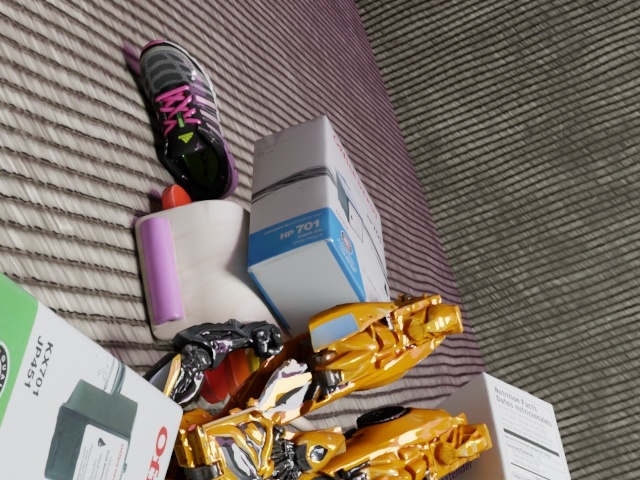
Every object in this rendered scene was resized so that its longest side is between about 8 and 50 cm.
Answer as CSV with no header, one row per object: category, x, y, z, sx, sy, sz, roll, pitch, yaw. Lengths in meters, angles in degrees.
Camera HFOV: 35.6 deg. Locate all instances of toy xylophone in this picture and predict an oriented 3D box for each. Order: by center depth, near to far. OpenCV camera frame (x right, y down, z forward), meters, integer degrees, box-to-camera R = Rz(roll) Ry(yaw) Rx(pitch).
toy xylophone,-0.050,0.090,0.920,0.322,0.081,0.236,49,24,-53

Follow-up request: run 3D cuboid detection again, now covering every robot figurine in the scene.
robot figurine,-0.005,0.144,0.736,0.291,0.085,0.211,-19,96,-39

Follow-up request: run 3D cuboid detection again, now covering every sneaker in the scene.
sneaker,-0.127,-0.110,0.959,0.075,0.063,0.170,-86,157,-72

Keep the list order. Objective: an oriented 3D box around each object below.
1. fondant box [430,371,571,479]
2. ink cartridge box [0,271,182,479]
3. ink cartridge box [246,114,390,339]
fondant box,0.111,0.313,0.832,0.096,0.238,0.330,28,38,-27
ink cartridge box,-0.142,0.103,0.384,0.208,0.087,0.153,62,39,-64
ink cartridge box,0.000,0.000,0.899,0.190,0.082,0.139,-90,155,-51
